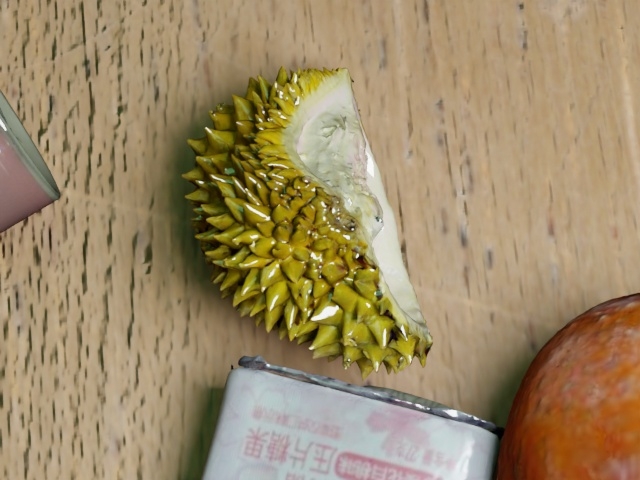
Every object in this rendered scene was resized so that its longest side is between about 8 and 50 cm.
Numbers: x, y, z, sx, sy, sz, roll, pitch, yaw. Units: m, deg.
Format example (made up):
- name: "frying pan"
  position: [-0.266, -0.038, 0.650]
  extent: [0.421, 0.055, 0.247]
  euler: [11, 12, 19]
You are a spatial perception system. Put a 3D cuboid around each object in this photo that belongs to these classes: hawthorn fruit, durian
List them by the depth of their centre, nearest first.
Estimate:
- name: "hawthorn fruit"
  position: [0.212, 0.141, 1.069]
  extent: [0.235, 0.231, 0.263]
  euler: [9, 33, -38]
- name: "durian"
  position: [-0.012, -0.001, 1.130]
  extent: [0.138, 0.183, 0.250]
  euler: [-16, 32, -3]

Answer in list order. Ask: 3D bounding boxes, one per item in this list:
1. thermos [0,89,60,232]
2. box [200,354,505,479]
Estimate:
- name: "thermos"
  position: [-0.316, -0.009, 1.161]
  extent: [0.265, 0.146, 0.176]
  euler: [-34, 101, -2]
- name: "box"
  position: [-0.013, 0.265, 1.083]
  extent: [0.190, 0.112, 0.370]
  euler: [13, 73, 3]
